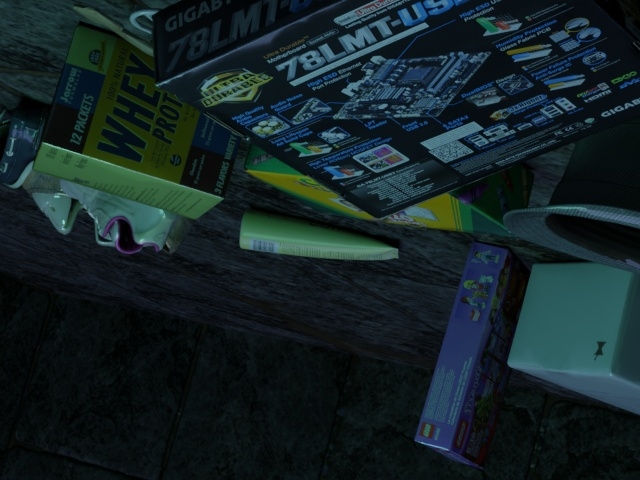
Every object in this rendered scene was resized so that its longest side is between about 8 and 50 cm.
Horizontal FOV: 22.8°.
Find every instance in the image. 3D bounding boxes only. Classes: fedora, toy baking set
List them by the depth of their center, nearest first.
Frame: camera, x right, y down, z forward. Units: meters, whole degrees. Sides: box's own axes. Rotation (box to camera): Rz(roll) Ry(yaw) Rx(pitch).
[{"bbox_3d":[0.318,-0.040,1.469,0.275,0.124,0.244,15,171,16],"label":"fedora"},{"bbox_3d":[-0.109,-0.187,1.553,0.256,0.030,0.197,19,175,0],"label":"toy baking set"}]

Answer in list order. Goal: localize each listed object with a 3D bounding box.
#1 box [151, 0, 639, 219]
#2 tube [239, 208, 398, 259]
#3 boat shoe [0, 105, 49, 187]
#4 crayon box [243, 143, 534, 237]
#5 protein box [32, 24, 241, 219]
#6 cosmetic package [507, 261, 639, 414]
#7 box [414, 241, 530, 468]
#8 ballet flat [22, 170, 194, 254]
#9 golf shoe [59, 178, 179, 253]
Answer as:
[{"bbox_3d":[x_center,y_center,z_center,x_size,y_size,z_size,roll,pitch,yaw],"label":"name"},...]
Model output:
[{"bbox_3d":[0.079,-0.135,1.171,0.295,0.073,0.293,-22,149,29],"label":"box"},{"bbox_3d":[0.000,0.000,2.395,0.240,0.062,0.070,10,-147,5],"label":"tube"},{"bbox_3d":[-0.422,-0.131,2.185,0.079,0.095,0.254,18,168,-21],"label":"boat shoe"},{"bbox_3d":[0.075,-0.077,1.766,0.278,0.081,0.165,8,168,37],"label":"crayon box"},{"bbox_3d":[-0.200,-0.126,1.763,0.201,0.136,0.200,17,171,-11],"label":"protein box"},{"bbox_3d":[0.517,0.171,2.221,0.453,0.161,0.230,21,169,-28],"label":"cosmetic package"},{"bbox_3d":[0.225,0.168,2.262,0.057,0.293,0.201,13,170,23],"label":"box"},{"bbox_3d":[-0.356,-0.053,2.481,0.316,0.106,0.107,16,169,-2],"label":"ballet flat"},{"bbox_3d":[-0.301,-0.055,2.298,0.115,0.140,0.306,21,170,-35],"label":"golf shoe"}]
